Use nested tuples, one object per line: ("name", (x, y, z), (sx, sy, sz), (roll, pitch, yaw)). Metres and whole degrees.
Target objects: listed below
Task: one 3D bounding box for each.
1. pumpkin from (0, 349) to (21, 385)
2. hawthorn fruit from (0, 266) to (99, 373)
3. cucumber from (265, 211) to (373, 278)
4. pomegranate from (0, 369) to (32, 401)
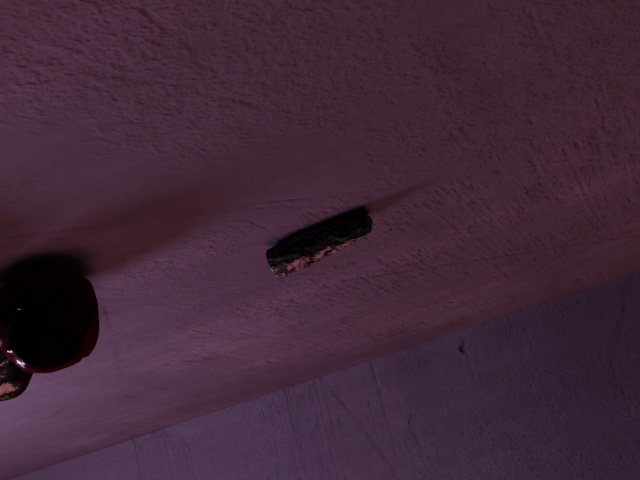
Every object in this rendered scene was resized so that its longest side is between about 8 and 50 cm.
("pumpkin", (-0.646, 0.207, 1.651), (0.211, 0.152, 0.211), (-20, 164, -6))
("hawthorn fruit", (-0.464, 0.137, 1.571), (0.189, 0.190, 0.251), (-17, 175, 6))
("cucumber", (-0.001, -0.003, 1.700), (0.211, 0.062, 0.078), (-28, -168, 20))
("pomegranate", (-0.666, 0.252, 1.864), (0.138, 0.163, 0.125), (4, -162, -9))
